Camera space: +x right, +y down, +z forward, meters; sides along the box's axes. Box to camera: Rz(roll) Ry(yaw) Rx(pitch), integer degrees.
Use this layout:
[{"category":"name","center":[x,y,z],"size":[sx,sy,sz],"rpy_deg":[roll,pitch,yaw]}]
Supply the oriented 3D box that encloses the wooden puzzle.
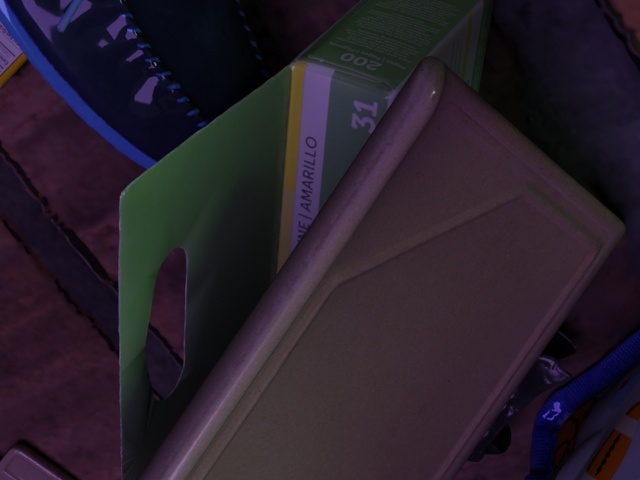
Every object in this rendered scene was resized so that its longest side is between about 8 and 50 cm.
[{"category":"wooden puzzle","center":[0.028,0.049,0.583],"size":[0.044,0.239,0.221],"rpy_deg":[37,94,32]}]

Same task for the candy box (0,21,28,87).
[{"category":"candy box","center":[-0.212,-0.177,0.682],"size":[0.206,0.027,0.105],"rpy_deg":[47,129,-12]}]

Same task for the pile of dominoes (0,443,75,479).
[{"category":"pile of dominoes","center":[-0.239,0.235,0.982],"size":[0.251,0.040,0.196],"rpy_deg":[-20,113,22]}]

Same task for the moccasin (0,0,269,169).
[{"category":"moccasin","center":[-0.102,-0.181,0.568],"size":[0.117,0.137,0.342],"rpy_deg":[-19,115,26]}]

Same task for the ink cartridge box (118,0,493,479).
[{"category":"ink cartridge box","center":[0.000,0.000,0.584],"size":[0.056,0.235,0.171],"rpy_deg":[19,128,18]}]

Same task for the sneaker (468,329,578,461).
[{"category":"sneaker","center":[0.065,0.099,0.743],"size":[0.089,0.051,0.170],"rpy_deg":[31,125,6]}]

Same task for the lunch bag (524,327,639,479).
[{"category":"lunch bag","center":[0.294,0.133,0.561],"size":[0.328,0.239,0.385],"rpy_deg":[37,135,-2]}]
